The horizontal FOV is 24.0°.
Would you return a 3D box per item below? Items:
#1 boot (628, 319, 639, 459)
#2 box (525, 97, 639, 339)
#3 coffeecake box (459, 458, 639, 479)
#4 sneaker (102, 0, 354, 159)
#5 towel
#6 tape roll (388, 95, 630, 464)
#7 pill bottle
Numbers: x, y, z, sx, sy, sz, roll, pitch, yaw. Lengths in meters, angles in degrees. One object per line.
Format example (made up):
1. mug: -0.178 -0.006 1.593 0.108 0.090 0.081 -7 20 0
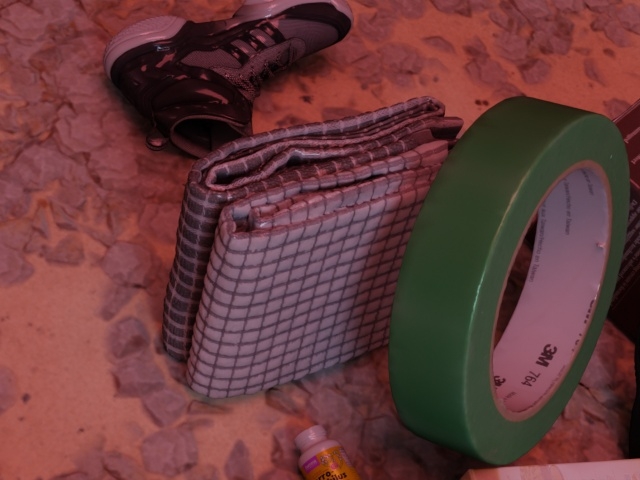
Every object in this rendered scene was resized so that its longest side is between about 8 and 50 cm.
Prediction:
1. boot: 0.389 0.125 1.419 0.179 0.236 0.085 -4 21 -25
2. box: 0.352 -0.022 1.516 0.203 0.168 0.167 44 54 13
3. coffeecake box: 0.220 0.275 1.337 0.185 0.068 0.142 0 59 -18
4. sneaker: -0.074 -0.161 1.519 0.269 0.101 0.153 -15 64 -19
5. towel: 0.000 0.000 1.350 0.284 0.235 0.121 -19 53 -29
6. tape roll: 0.174 0.036 1.329 0.077 0.321 0.321 17 48 29
7. pill bottle: 0.008 0.206 1.330 0.043 0.043 0.083 -18 64 -27
